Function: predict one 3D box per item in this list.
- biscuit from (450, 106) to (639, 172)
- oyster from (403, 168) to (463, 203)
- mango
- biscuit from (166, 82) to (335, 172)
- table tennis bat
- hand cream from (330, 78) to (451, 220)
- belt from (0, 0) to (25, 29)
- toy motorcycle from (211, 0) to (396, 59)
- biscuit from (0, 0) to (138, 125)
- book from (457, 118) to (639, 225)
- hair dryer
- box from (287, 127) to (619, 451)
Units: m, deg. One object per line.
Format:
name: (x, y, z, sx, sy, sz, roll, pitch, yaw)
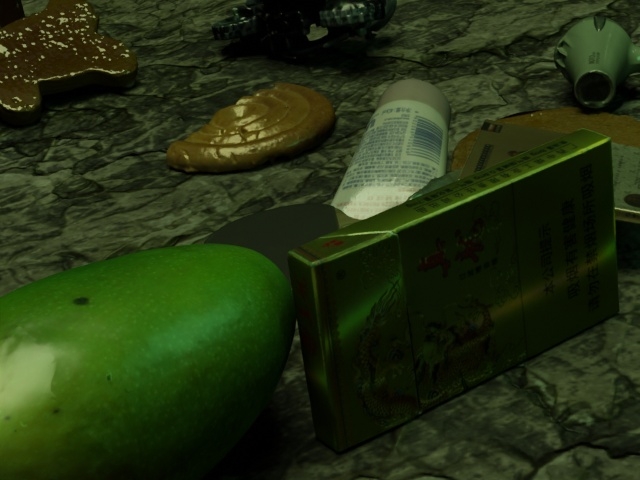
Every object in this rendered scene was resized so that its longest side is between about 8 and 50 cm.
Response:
biscuit: (0.244, -0.082, 1.708, 0.226, 0.042, 0.226, -5, 27, 2)
oyster: (0.170, -0.012, 1.539, 0.199, 0.087, 0.252, 20, 46, 23)
mango: (-0.160, 0.111, 1.253, 0.201, 0.225, 0.382, 50, 43, 7)
biscuit: (-0.064, -0.130, 1.900, 0.144, 0.033, 0.224, 14, 35, 38)
table tennis bat: (0.000, 0.000, 1.601, 0.246, 0.022, 0.138, -13, 38, 0)
hand cream: (0.082, -0.067, 1.703, 0.133, 0.083, 0.248, 0, 39, 18)
belt: (-0.529, -0.286, 2.249, 0.217, 0.122, 0.339, -1, 26, 20)
toy motorcycle: (-0.009, -0.297, 2.142, 0.270, 0.106, 0.159, 2, 22, 42)
biscuit: (-0.397, -0.220, 2.093, 0.301, 0.049, 0.197, -22, 55, -27)
book: (0.239, -0.064, 1.562, 0.198, 0.016, 0.138, 12, 32, 12)
hair dryer: (0.375, -0.186, 1.824, 0.267, 0.092, 0.229, 11, 23, 25)
box: (0.120, 0.036, 1.363, 0.311, 0.173, 0.043, -22, 29, -28)
